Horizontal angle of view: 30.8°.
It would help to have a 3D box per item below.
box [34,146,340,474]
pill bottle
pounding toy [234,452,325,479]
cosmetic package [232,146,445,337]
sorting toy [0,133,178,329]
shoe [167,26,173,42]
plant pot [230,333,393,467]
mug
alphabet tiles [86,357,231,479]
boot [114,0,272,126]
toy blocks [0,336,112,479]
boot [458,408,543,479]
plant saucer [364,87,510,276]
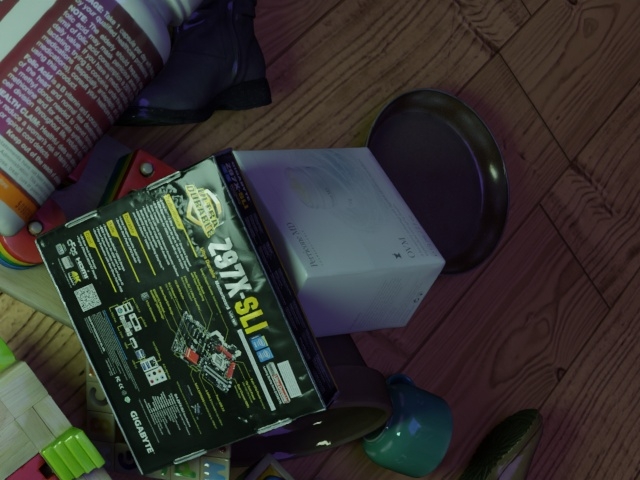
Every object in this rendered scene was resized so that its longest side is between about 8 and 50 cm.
[{"bbox_3d":[-0.158,0.089,1.380,0.322,0.257,0.079,65,17,-3],"label":"box"},{"bbox_3d":[-0.318,-0.218,1.354,0.224,0.224,0.392,44,78,-21],"label":"pill bottle"},{"bbox_3d":[-0.037,0.377,1.568,0.181,0.094,0.206,46,42,1],"label":"pounding toy"},{"bbox_3d":[0.000,0.000,1.519,0.224,0.138,0.224,-6,49,-35],"label":"cosmetic package"},{"bbox_3d":[-0.305,-0.028,1.514,0.257,0.089,0.255,33,64,-27],"label":"sorting toy"},{"bbox_3d":[-0.191,-0.365,1.677,0.076,0.058,0.219,42,60,-22],"label":"shoe"},{"bbox_3d":[-0.056,0.162,1.582,0.263,0.263,0.229,0,63,-35],"label":"plant pot"},{"bbox_3d":[0.114,0.275,1.742,0.097,0.158,0.129,24,92,-27],"label":"mug"},{"bbox_3d":[-0.204,0.187,1.458,0.009,0.198,0.237,-31,124,-70],"label":"alphabet tiles"},{"bbox_3d":[-0.187,-0.275,1.569,0.338,0.118,0.223,-29,118,-60],"label":"boot"},{"bbox_3d":[-0.378,0.332,1.362,0.261,0.191,0.381,-39,103,-22],"label":"toy blocks"},{"bbox_3d":[0.344,0.444,1.891,0.236,0.089,0.269,-46,108,-21],"label":"boot"},{"bbox_3d":[0.182,-0.093,1.896,0.310,0.050,0.311,7,77,-33],"label":"plant saucer"}]
